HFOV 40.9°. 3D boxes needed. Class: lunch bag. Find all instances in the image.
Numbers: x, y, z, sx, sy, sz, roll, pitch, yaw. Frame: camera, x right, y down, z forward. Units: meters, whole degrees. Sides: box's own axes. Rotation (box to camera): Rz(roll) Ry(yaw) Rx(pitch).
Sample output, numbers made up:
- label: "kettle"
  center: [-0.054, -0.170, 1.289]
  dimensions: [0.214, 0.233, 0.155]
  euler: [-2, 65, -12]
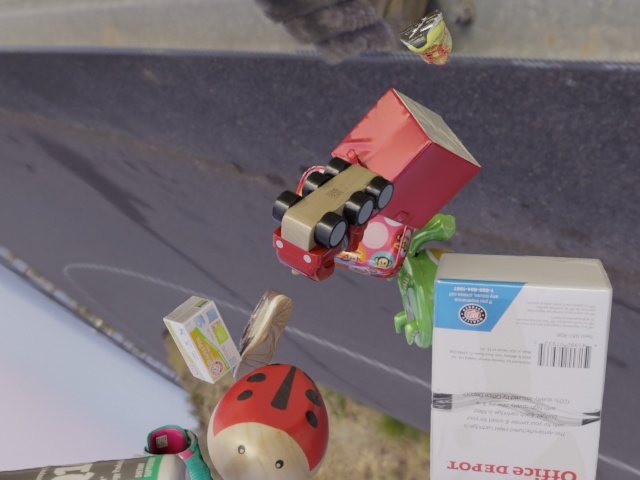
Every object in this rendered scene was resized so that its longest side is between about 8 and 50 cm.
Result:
- label: "lunch bag"
  center: [0.078, -0.063, 2.028]
  dimensions: [0.293, 0.258, 0.120]
  euler: [15, 171, 14]

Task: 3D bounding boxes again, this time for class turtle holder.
- label: "turtle holder"
  center: [0.300, 0.111, 2.228]
  dimensions: [0.227, 0.320, 0.243]
  euler: [-10, 166, -4]

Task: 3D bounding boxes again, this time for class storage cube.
- label: "storage cube"
  center: [0.177, -0.165, 1.779]
  dimensions: [0.215, 0.193, 0.184]
  euler: [21, -149, -45]

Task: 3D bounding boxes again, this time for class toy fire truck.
- label: "toy fire truck"
  center: [0.000, 0.000, 1.500]
  dimensions: [0.158, 0.217, 0.246]
  euler: [27, 133, 25]

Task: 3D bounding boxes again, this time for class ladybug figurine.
- label: "ladybug figurine"
  center: [-0.117, 0.449, 2.155]
  dimensions: [0.305, 0.162, 0.449]
  euler: [18, -154, -1]

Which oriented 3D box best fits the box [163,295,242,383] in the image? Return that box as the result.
- label: "box"
  center: [-0.316, 0.268, 2.313]
  dimensions: [0.103, 0.114, 0.203]
  euler: [8, 129, 49]

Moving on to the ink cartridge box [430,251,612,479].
- label: "ink cartridge box"
  center: [0.343, 0.235, 1.514]
  dimensions: [0.285, 0.395, 0.166]
  euler: [3, -163, 11]

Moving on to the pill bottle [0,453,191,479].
- label: "pill bottle"
  center: [-0.349, 0.392, 1.093]
  dimensions: [0.361, 0.204, 0.204]
  euler: [-6, 164, -2]

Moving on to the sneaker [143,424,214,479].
- label: "sneaker"
  center: [-0.342, 0.502, 1.904]
  dimensions: [0.295, 0.124, 0.178]
  euler: [-19, 90, 50]

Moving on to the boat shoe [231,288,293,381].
- label: "boat shoe"
  center: [-0.177, 0.270, 2.448]
  dimensions: [0.103, 0.285, 0.092]
  euler: [17, -167, -44]

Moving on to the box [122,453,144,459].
- label: "box"
  center: [-0.410, 0.601, 2.142]
  dimensions: [0.178, 0.109, 0.042]
  euler: [10, -169, 3]

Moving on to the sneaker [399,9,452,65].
- label: "sneaker"
  center: [0.205, -0.362, 1.562]
  dimensions: [0.081, 0.208, 0.094]
  euler: [-24, 103, 22]
